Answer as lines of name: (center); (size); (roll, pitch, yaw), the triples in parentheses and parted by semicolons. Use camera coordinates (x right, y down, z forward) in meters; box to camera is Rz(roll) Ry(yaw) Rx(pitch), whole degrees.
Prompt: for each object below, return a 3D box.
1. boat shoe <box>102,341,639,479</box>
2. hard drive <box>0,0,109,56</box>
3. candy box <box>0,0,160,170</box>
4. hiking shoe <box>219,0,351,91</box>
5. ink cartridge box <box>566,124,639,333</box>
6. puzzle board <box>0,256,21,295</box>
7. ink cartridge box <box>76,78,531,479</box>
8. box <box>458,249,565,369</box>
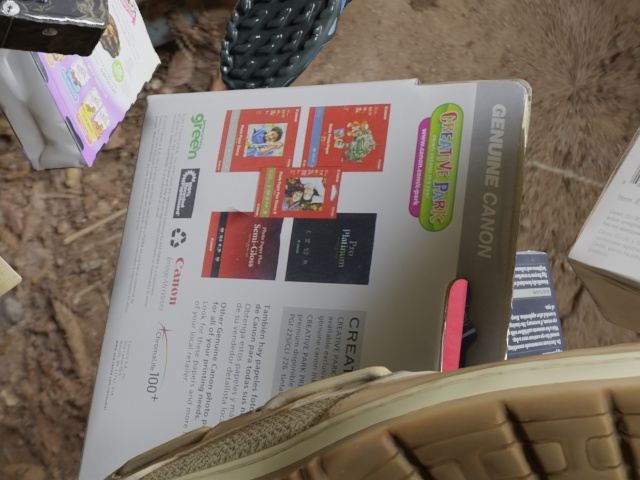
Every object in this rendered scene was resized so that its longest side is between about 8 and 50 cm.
boat shoe: (0.028, 0.097, 0.400); (0.341, 0.110, 0.121); (-16, 109, 19)
hard drive: (-0.319, -0.257, 0.685); (0.339, 0.064, 0.237); (1, 75, -27)
candy box: (-0.254, -0.195, 1.027); (0.070, 0.196, 0.165); (-2, 130, 22)
hiking shoe: (-0.002, -0.279, 1.153); (0.113, 0.132, 0.304); (32, 89, 16)
ink cartridge box: (0.208, -0.043, 0.431); (0.115, 0.067, 0.198); (23, 75, 42)
puzzle board: (-0.411, 0.048, 1.112); (0.128, 0.011, 0.096); (-36, 125, -2)
ink cartridge box: (0.006, 0.066, 0.639); (0.272, 0.130, 0.309); (1, 75, 28)
box: (0.096, 0.099, 0.758); (0.156, 0.093, 0.158); (-16, 79, 41)
